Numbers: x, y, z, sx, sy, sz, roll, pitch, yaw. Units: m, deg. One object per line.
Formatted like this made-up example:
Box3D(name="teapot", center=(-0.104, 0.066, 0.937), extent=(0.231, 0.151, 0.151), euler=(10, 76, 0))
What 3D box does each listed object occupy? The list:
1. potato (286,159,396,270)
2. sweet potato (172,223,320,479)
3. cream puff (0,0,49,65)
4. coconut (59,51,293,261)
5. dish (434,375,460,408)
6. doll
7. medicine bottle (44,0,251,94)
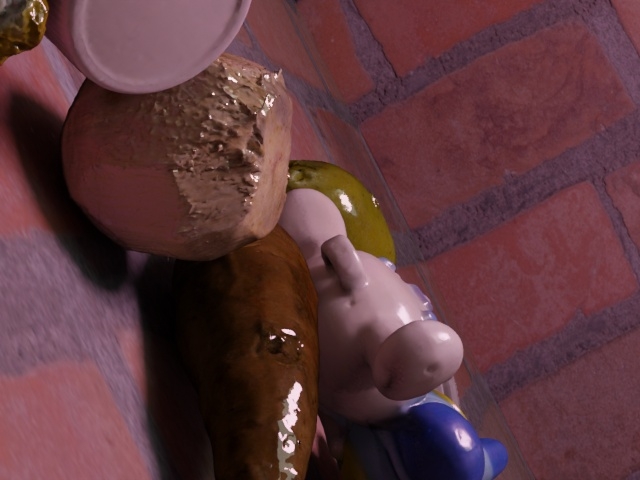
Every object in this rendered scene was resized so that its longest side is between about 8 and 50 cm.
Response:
Box3D(name="potato", center=(0.000, 0.000, 1.467), extent=(0.186, 0.148, 0.253), euler=(53, -13, 26))
Box3D(name="sweet potato", center=(-0.058, 0.099, 1.022), extent=(0.130, 0.130, 0.422), euler=(56, 12, -34))
Box3D(name="cream puff", center=(-0.249, -0.170, 0.804), extent=(0.156, 0.121, 0.156), euler=(-22, 118, -49))
Box3D(name="coconut", center=(-0.122, -0.073, 1.019), extent=(0.194, 0.194, 0.194), euler=(60, 11, -18))
Box3D(name="dish", center=(0.149, 0.236, 1.752), extent=(0.212, 0.077, 0.151), euler=(13, 66, -77))
Box3D(name="doll", center=(0.069, 0.149, 1.206), extent=(0.376, 0.187, 0.365), euler=(-89, 165, -63))
Box3D(name="medicine bottle", center=(-0.182, -0.239, 0.947), extent=(0.273, 0.165, 0.165), euler=(45, -2, 35))
